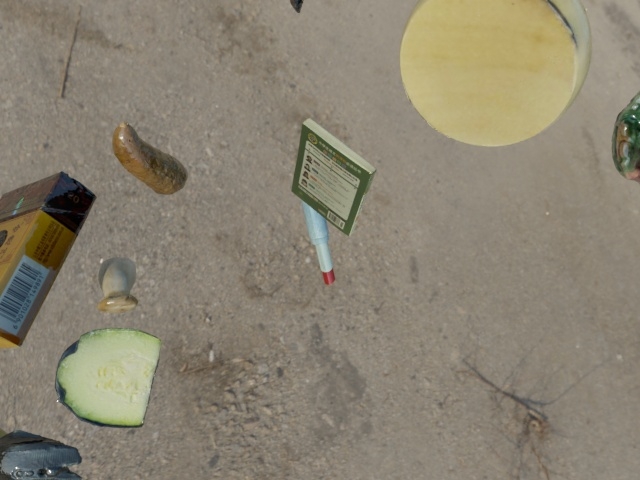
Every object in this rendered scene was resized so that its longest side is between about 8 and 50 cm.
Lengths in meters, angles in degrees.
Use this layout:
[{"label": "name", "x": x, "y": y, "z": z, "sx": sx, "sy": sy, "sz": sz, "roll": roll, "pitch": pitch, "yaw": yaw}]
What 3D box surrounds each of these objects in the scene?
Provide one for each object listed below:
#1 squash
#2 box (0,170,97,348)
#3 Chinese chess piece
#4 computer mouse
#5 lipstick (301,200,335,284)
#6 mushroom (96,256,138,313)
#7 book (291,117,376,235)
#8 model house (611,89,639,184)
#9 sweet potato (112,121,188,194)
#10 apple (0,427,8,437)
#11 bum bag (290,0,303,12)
[{"label": "squash", "x": -0.429, "y": 0.267, "z": 1.103, "sx": 0.184, "sy": 0.085, "sz": 0.192, "roll": 18, "pitch": 72, "yaw": -25}, {"label": "box", "x": -0.718, "y": 0.046, "z": 1.291, "sx": 0.116, "sy": 0.264, "sz": 0.416, "roll": 46, "pitch": 45, "yaw": -41}, {"label": "Chinese chess piece", "x": 0.233, "y": -0.251, "z": 0.756, "sx": 0.251, "sy": 0.251, "sz": 0.097, "roll": 40, "pitch": 51, "yaw": -7}, {"label": "computer mouse", "x": -0.383, "y": 0.298, "z": 0.727, "sx": 0.134, "sy": 0.047, "sz": 0.079, "roll": 6, "pitch": 93, "yaw": -1}, {"label": "lipstick", "x": 0.000, "y": 0.000, "z": 1.647, "sx": 0.068, "sy": 0.061, "sz": 0.274, "roll": -69, "pitch": 147, "yaw": -71}, {"label": "mushroom", "x": -0.524, "y": 0.111, "z": 1.429, "sx": 0.097, "sy": 0.088, "sz": 0.212, "roll": 32, "pitch": 14, "yaw": -36}, {"label": "book", "x": 0.022, "y": -0.142, "z": 1.324, "sx": 0.202, "sy": 0.264, "sz": 0.027, "roll": 40, "pitch": 61, "yaw": 15}, {"label": "model house", "x": 0.581, "y": -0.155, "z": 0.838, "sx": 0.202, "sy": 0.237, "sz": 0.237, "roll": 34, "pitch": 27, "yaw": 5}, {"label": "sweet potato", "x": -0.373, "y": -0.165, "z": 1.297, "sx": 0.092, "sy": 0.341, "sz": 0.114, "roll": -24, "pitch": 77, "yaw": 6}, {"label": "apple", "x": -0.782, "y": 0.517, "z": 1.089, "sx": 0.311, "sy": 0.320, "sz": 0.360, "roll": 41, "pitch": 58, "yaw": -8}, {"label": "bum bag", "x": -0.061, "y": -0.554, "z": 1.194, "sx": 0.034, "sy": 0.058, "sz": 0.125, "roll": -14, "pitch": 73, "yaw": 2}]
